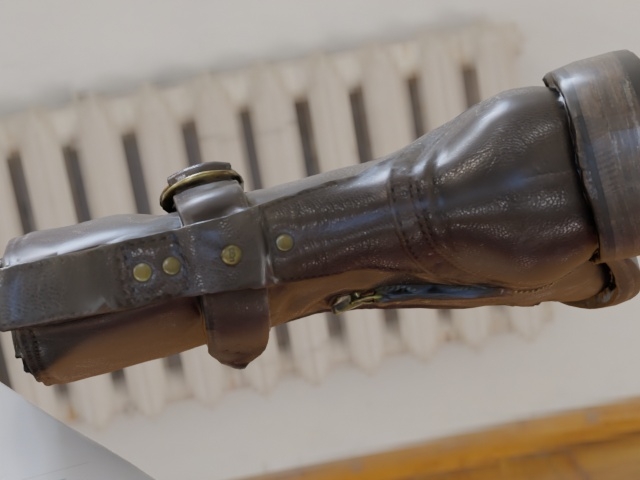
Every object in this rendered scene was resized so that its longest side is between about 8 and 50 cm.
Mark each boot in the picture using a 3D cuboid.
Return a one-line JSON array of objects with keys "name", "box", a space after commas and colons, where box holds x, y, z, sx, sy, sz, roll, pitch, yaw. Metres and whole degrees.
[{"name": "boot", "box": [0.000, 0.000, 0.666, 0.229, 0.091, 0.263, -15, -8, 1]}]

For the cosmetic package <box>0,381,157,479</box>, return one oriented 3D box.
[{"name": "cosmetic package", "box": [-0.158, 0.247, 0.623, 0.197, 0.365, 0.155, -15, 22, -33]}]
